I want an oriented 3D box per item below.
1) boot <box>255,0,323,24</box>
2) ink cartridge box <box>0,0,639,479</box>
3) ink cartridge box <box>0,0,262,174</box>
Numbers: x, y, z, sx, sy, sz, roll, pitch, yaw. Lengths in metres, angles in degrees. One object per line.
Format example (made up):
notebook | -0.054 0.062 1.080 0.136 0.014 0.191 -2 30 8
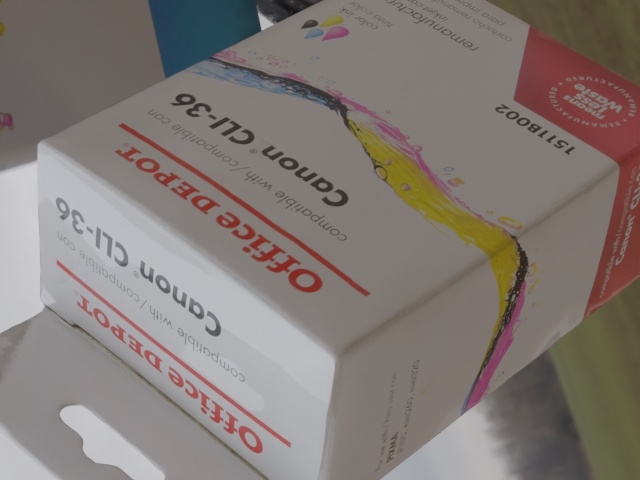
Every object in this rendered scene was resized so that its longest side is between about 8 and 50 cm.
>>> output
boot | 0.023 -0.217 0.897 0.338 0.223 0.118 37 -173 25
ink cartridge box | 0.000 0.000 0.483 0.115 0.198 0.067 34 137 28
ink cartridge box | -0.193 -0.110 0.608 0.270 0.198 0.197 -23 -76 -48
